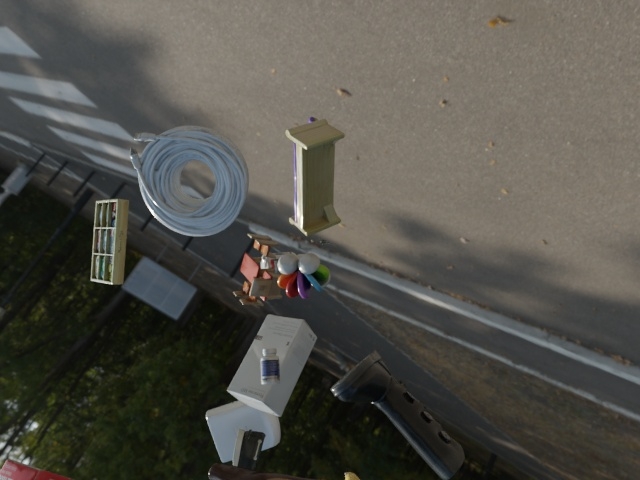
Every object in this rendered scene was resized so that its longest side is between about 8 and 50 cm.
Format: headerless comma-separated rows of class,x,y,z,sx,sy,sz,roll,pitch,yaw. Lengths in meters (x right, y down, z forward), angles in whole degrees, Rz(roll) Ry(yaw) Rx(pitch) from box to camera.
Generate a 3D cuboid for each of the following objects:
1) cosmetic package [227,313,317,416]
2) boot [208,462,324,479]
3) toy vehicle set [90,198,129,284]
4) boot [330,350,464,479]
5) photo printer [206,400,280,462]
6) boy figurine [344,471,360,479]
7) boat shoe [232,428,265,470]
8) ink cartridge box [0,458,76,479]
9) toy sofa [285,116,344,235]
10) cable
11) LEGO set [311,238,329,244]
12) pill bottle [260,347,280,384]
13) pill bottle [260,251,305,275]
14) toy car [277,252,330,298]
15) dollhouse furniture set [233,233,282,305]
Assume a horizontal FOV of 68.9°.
cosmetic package,-0.201,0.528,2.008,0.217,0.385,0.156,1,139,34
boot,-0.101,0.539,1.027,0.207,0.090,0.248,9,159,31
toy vehicle set,-0.678,0.003,1.498,0.166,0.267,0.035,0,176,42
boot,0.259,0.581,1.503,0.445,0.146,0.367,50,-162,15
photo printer,-0.349,0.871,2.183,0.107,0.307,0.256,-98,-10,-86
boy figurine,0.112,0.715,1.267,0.285,0.092,0.177,108,145,-48
boat shoe,-0.228,0.729,1.396,0.091,0.302,0.114,8,166,-2
ink cartridge box,-0.509,0.551,0.798,0.114,0.273,0.197,-4,141,29
toy sofa,-0.034,-0.213,1.551,0.177,0.150,0.362,42,145,38
cable,-0.296,-0.139,1.102,0.257,0.257,0.089,-6,-166,3
LEGO set,0.000,0.001,2.036,0.083,0.023,0.054,-1,-157,-35
pill bottle,-0.177,0.442,1.640,0.067,0.120,0.067,-4,162,-1
pill bottle,-0.147,0.103,1.930,0.180,0.108,0.108,-3,-179,-24
toy car,-0.061,0.129,1.564,0.182,0.136,0.159,-2,148,22
dollhouse furniture set,-0.248,0.128,1.782,0.135,0.262,0.259,8,-165,-34
